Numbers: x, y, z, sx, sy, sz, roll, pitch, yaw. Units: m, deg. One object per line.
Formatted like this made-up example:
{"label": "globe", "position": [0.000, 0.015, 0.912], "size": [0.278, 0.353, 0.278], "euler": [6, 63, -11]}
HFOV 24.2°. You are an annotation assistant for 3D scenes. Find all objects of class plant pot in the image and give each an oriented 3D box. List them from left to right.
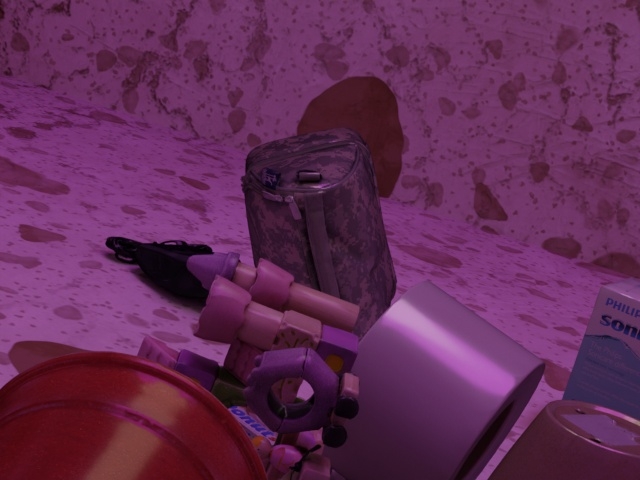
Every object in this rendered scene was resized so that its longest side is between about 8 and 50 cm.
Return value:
{"label": "plant pot", "position": [-0.198, 0.262, 1.150], "size": [0.272, 0.272, 0.265], "euler": [17, 22, 5]}
{"label": "plant pot", "position": [0.231, 0.300, 1.411], "size": [0.256, 0.274, 0.256], "euler": [15, 14, -4]}

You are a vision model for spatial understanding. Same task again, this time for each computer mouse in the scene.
{"label": "computer mouse", "position": [-0.214, 0.048, 2.366], "size": [0.188, 0.072, 0.272], "euler": [6, 4, -30]}

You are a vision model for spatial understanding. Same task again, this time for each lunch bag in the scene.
{"label": "lunch bag", "position": [0.000, 0.000, 2.265], "size": [0.212, 0.305, 0.256], "euler": [-11, 22, -1]}

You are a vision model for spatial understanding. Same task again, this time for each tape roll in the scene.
{"label": "tape roll", "position": [0.121, 0.191, 1.717], "size": [0.169, 0.246, 0.246], "euler": [35, 19, 15]}

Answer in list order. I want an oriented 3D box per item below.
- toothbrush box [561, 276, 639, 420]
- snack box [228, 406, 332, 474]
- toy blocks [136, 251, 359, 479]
{"label": "toothbrush box", "position": [0.426, 0.222, 1.902], "size": [0.216, 0.295, 0.126], "euler": [22, 15, 26]}
{"label": "snack box", "position": [-0.063, 0.242, 1.839], "size": [0.064, 0.022, 0.178], "euler": [2, 20, -42]}
{"label": "toy blocks", "position": [-0.125, 0.170, 1.498], "size": [0.260, 0.288, 0.309], "euler": [21, 15, -5]}
